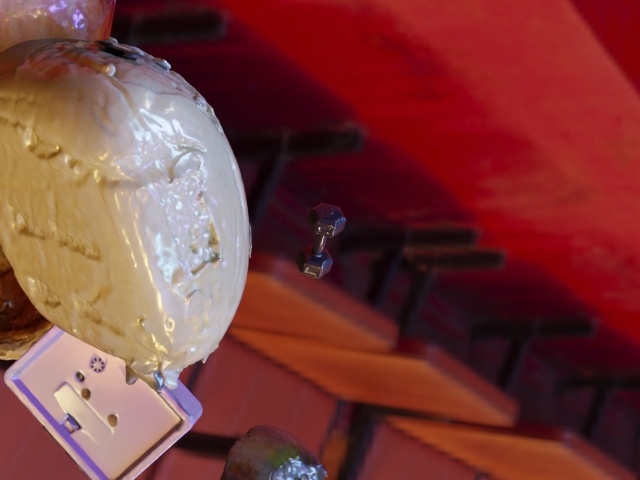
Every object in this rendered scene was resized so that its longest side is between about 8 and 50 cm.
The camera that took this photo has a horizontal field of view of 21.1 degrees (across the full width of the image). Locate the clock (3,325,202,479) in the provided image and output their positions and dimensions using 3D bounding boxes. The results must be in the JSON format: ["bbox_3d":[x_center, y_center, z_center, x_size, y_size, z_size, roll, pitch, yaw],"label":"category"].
[{"bbox_3d":[-0.257,0.183,2.035,0.197,0.150,0.063,48,-166,1],"label":"clock"}]

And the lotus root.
[{"bbox_3d":[-0.038,0.312,2.035,0.078,0.183,0.203,-14,-166,30],"label":"lotus root"}]

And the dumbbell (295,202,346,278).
[{"bbox_3d":[0.000,0.000,1.824,0.036,0.040,0.083,35,132,20],"label":"dumbbell"}]

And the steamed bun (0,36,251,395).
[{"bbox_3d":[-0.149,-0.033,1.375,0.166,0.273,0.232,-32,-153,-34],"label":"steamed bun"}]

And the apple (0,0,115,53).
[{"bbox_3d":[-0.273,-0.186,1.491,0.199,0.199,0.199,8,163,2],"label":"apple"}]

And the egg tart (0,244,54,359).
[{"bbox_3d":[-0.392,0.052,2.416,0.290,0.290,0.115,0,154,26],"label":"egg tart"}]
